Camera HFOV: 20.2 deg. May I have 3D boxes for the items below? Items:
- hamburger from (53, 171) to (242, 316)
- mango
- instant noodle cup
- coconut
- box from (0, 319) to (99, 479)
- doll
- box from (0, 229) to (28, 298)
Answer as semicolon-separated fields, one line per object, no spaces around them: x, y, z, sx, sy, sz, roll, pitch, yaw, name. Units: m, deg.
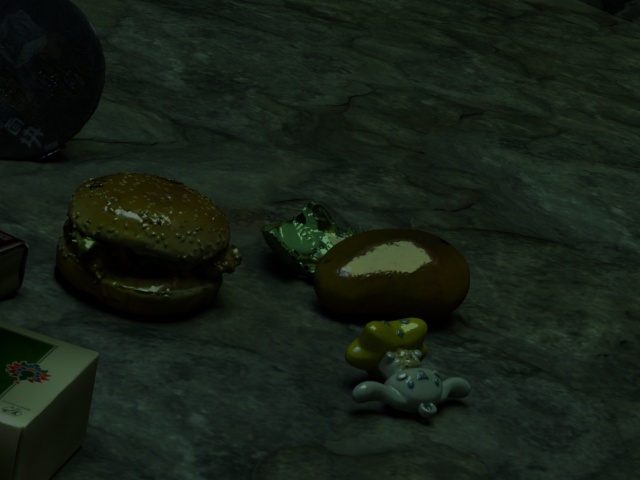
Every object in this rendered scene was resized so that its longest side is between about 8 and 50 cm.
-0.175;0.001;1.877;0.191;0.118;0.182;17;24;-1;hamburger
0.077;0.037;1.970;0.178;0.090;0.115;0;37;-11;mango
-0.397;-0.227;2.222;0.217;0.217;0.207;3;17;-25;instant noodle cup
0.001;0.005;2.048;0.158;0.055;0.133;8;20;-18;coconut
-0.315;0.131;1.486;0.212;0.095;0.168;16;24;10;box
0.075;0.135;1.767;0.113;0.071;0.135;41;37;18;doll
-0.416;-0.002;1.804;0.224;0.069;0.120;25;24;24;box
